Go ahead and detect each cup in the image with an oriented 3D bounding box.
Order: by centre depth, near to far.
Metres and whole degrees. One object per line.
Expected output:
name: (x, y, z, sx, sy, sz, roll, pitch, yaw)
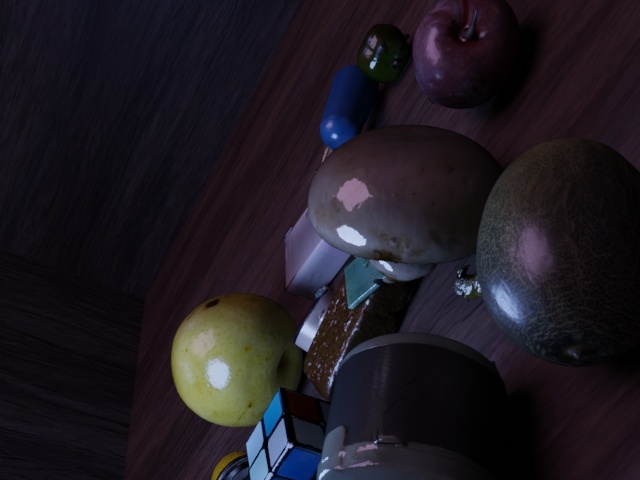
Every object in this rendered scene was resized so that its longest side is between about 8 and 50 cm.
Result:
cup: (-0.168, 0.577, 1.846, 0.279, 0.196, 0.196, 158, 130, -72)

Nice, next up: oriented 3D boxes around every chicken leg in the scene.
chicken leg: (0.296, 0.057, 1.333, 0.227, 0.088, 0.103, -44, 49, 50)

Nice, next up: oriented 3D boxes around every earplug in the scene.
earplug: (0.069, -0.343, 2.138, 0.132, 0.132, 0.273, -48, 16, 43)

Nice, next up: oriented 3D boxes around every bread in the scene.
bread: (0.100, 0.143, 1.690, 0.417, 0.113, 0.165, -64, 25, 12)

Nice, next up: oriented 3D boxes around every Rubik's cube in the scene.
Rubik's cube: (-0.034, 0.436, 1.638, 0.167, 0.183, 0.180, -59, 21, 21)

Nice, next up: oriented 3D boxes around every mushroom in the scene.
mushroom: (0.159, -0.052, 1.448, 0.362, 0.362, 0.295, -124, 29, -66)

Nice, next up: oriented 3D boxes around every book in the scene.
book: (0.093, 0.062, 1.610, 0.135, 0.017, 0.103, -45, 39, 41)

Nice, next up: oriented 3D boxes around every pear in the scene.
pear: (-0.207, 0.296, 1.981, 0.348, 0.348, 0.348, -51, 27, 38)

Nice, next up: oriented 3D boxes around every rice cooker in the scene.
rice cooker: (0.140, 0.309, 1.185, 0.288, 0.288, 0.277, -46, 25, 46)

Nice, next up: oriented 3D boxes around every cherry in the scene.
cherry: (0.291, -0.379, 1.598, 0.236, 0.213, 0.285, -47, -8, -12)

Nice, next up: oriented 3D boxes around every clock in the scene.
clock: (0.000, 0.188, 1.869, 0.156, 0.063, 0.229, -57, -7, -14)

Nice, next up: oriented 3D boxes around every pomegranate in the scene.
pomegranate: (0.175, -0.510, 2.153, 0.152, 0.131, 0.191, -64, -2, 27)

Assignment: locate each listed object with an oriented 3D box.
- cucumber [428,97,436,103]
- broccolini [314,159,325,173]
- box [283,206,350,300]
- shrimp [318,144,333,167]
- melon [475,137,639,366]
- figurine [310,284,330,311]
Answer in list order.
cucumber: (0.278, -0.403, 1.889, 0.070, 0.046, 0.220, -51, 28, 34)
broccolini: (0.056, -0.230, 2.217, 0.239, 0.054, 0.051, -28, 6, 47)
box: (0.000, 0.000, 2.089, 0.252, 0.106, 0.203, -55, 23, 34)
shrimp: (0.041, -0.255, 2.323, 0.217, 0.051, 0.115, -67, 23, -3)
melon: (0.332, 0.010, 1.061, 0.248, 0.248, 0.329, -45, 27, 46)
figurine: (0.008, 0.158, 2.007, 0.060, 0.047, 0.106, -15, 38, 20)
